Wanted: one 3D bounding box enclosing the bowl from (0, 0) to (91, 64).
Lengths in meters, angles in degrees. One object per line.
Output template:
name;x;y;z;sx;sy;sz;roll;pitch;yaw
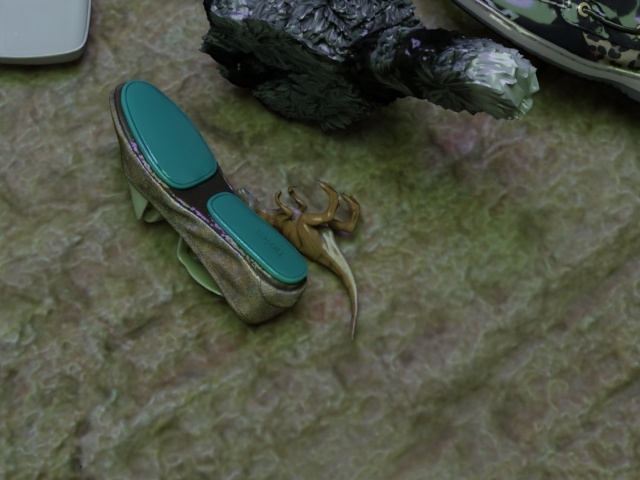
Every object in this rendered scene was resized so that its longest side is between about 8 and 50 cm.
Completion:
bowl;-0.337;-0.267;1.780;0.142;0.053;0.142;0;68;0

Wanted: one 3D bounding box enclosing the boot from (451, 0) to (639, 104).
boot;0.354;-0.307;1.671;0.377;0.138;0.284;25;104;7

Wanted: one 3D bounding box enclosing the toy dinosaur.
toy dinosaur;0.000;0.000;1.675;0.211;0.064;0.112;40;101;19

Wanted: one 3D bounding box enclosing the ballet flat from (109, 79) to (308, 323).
ballet flat;-0.145;-0.033;1.656;0.107;0.106;0.316;-20;66;-49

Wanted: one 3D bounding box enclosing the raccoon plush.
raccoon plush;0.078;-0.283;1.677;0.446;0.216;0.299;18;67;21
